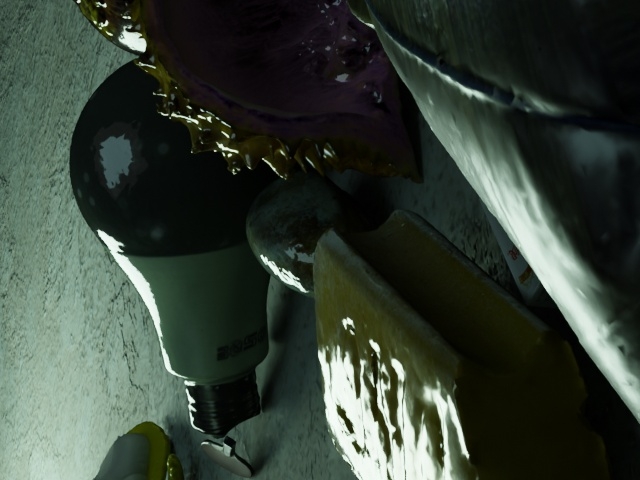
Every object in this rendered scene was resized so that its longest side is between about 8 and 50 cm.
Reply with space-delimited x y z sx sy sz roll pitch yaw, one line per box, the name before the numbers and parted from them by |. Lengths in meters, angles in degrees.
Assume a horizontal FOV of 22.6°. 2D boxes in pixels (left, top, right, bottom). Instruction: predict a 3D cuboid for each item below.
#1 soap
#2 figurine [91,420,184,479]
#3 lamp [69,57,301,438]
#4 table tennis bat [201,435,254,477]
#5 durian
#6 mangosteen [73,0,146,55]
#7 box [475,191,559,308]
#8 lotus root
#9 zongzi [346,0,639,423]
soap | 0.074 0.098 0.907 0.257 0.080 0.160 -135 36 -63
figurine | -0.180 0.247 1.543 0.130 0.109 0.178 -58 25 1
lamp | -0.081 -0.005 1.286 0.314 0.182 0.182 66 168 -24
table tennis bat | -0.077 0.178 1.326 0.007 0.050 0.083 -57 -7 -21
durian | -0.052 -0.157 1.164 0.112 0.191 0.341 99 161 -54
mangosteen | -0.116 -0.259 1.339 0.192 0.217 0.192 41 153 26
box | 0.120 -0.019 0.903 0.051 0.036 0.117 115 148 -42
lotus root | 0.000 0.003 1.122 0.165 0.088 0.088 -136 53 -61
zongzi | 0.138 -0.016 0.694 0.403 0.208 0.432 -171 73 -73
